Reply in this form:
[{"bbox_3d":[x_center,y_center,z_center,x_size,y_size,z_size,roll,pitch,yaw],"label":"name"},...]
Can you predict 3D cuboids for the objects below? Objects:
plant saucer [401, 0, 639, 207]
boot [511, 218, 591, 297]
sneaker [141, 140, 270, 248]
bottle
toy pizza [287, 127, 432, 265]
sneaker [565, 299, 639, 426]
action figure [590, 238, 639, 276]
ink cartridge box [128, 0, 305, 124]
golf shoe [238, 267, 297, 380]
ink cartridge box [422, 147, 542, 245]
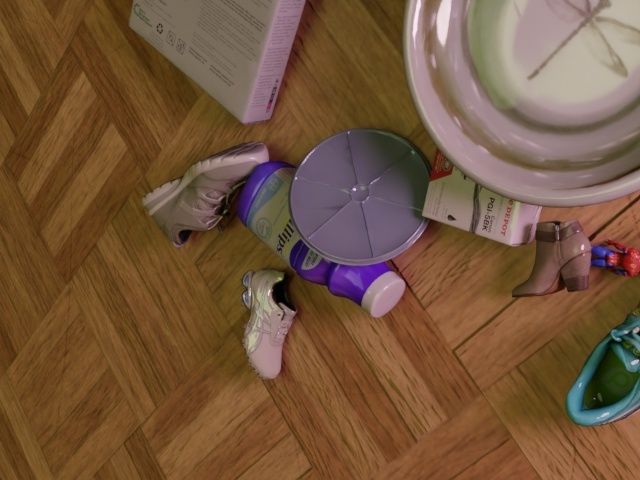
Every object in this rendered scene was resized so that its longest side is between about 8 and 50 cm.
[{"bbox_3d":[0.284,-0.238,0.954,0.400,0.100,0.400,4,96,36],"label":"plant saucer"},{"bbox_3d":[0.270,0.021,1.012,0.118,0.042,0.087,-14,87,46],"label":"boot"},{"bbox_3d":[-0.168,-0.073,1.374,0.281,0.105,0.115,-24,95,44],"label":"sneaker"},{"bbox_3d":[0.000,0.000,1.226,0.283,0.092,0.118,42,116,29],"label":"bottle"},{"bbox_3d":[0.056,-0.059,1.160,0.201,0.032,0.201,-3,70,10],"label":"toy pizza"},{"bbox_3d":[0.367,0.107,0.920,0.107,0.110,0.275,45,120,28],"label":"sneaker"},{"bbox_3d":[0.334,0.020,0.990,0.115,0.030,0.038,12,106,45],"label":"action figure"},{"bbox_3d":[-0.154,-0.400,1.299,0.324,0.071,0.330,43,128,28],"label":"ink cartridge box"},{"bbox_3d":[-0.075,0.130,1.322,0.086,0.069,0.176,-8,91,34],"label":"golf shoe"},{"bbox_3d":[0.206,-0.059,1.072,0.135,0.056,0.099,21,107,37],"label":"ink cartridge box"}]
